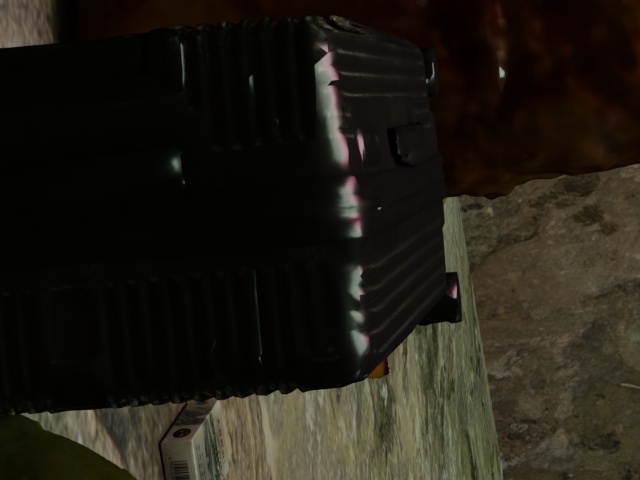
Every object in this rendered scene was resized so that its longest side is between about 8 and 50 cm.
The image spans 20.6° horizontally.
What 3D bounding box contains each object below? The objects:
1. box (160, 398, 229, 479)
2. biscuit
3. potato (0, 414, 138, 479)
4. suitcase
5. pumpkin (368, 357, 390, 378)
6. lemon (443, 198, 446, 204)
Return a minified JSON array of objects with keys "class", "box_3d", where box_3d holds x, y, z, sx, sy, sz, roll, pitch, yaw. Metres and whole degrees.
[{"class":"box","box_3d":[-0.082,0.143,1.172,0.083,0.024,0.054,-58,140,-73]},{"class":"biscuit","box_3d":[0.050,-0.185,1.047,0.166,0.395,0.342,-12,96,-82]},{"class":"potato","box_3d":[-0.089,0.158,0.742,0.225,0.090,0.117,49,21,25]},{"class":"suitcase","box_3d":[-0.064,-0.010,0.782,0.335,0.230,0.152,-24,108,-80]},{"class":"pumpkin","box_3d":[-0.004,0.003,1.512,0.163,0.111,0.278,95,-6,-71]},{"class":"lemon","box_3d":[0.013,-0.076,1.341,0.231,0.192,0.192,-20,104,-79]}]
